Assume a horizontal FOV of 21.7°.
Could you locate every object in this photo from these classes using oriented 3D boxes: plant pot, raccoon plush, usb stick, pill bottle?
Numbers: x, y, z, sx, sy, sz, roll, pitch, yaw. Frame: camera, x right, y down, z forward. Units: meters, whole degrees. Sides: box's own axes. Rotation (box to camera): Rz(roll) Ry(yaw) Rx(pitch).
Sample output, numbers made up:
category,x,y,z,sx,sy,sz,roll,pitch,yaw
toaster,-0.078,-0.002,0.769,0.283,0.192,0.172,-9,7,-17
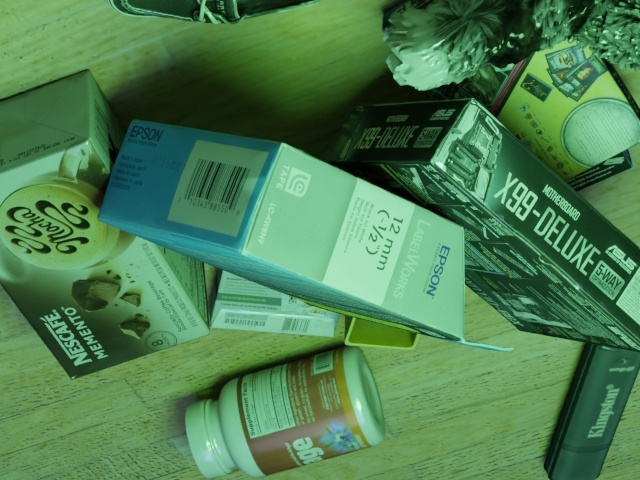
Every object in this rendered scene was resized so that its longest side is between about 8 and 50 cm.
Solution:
category,x,y,z,sx,sy,sz,roll,pitch,yaw
plant pot,0.070,0.062,1.847,0.081,0.083,0.081,6,133,-12
raccoon plush,0.306,-0.193,1.553,0.447,0.216,0.299,-15,138,15
usb stick,0.336,0.202,2.042,0.077,0.045,0.278,3,134,-8
pill bottle,-0.042,0.207,1.951,0.216,0.121,0.121,-17,134,10

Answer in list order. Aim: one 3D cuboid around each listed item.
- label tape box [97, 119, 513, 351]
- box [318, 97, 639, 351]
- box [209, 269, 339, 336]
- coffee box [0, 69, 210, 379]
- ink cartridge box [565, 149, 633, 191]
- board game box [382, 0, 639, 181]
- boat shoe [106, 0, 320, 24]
category,x,y,z,sx,sy,sz,roll,pitch,yaw
label tape box,0.000,0.000,1.604,0.348,0.249,0.115,21,84,-38
box,0.174,-0.013,1.622,0.307,0.242,0.076,39,77,-21
box,-0.037,0.027,1.833,0.145,0.038,0.186,5,135,-12
coffee box,-0.247,-0.009,1.715,0.168,0.118,0.297,-19,133,9
ink cartridge box,0.212,-0.079,1.751,0.207,0.046,0.097,-24,130,17
board game box,0.193,-0.162,1.635,0.165,0.042,0.243,-28,118,18
boat shoe,-0.093,-0.239,1.542,0.219,0.070,0.077,-10,134,3
